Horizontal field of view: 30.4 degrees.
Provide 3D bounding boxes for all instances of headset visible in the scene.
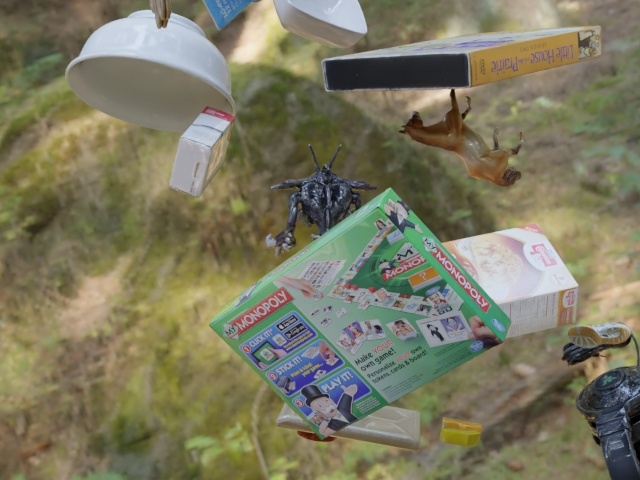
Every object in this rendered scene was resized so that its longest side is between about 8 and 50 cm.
[{"bbox_3d":[0.484,0.301,1.899,0.185,0.243,0.394,-22,41,27],"label":"headset"}]

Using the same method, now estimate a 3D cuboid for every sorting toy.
[{"bbox_3d":[0.093,0.286,1.788,0.307,0.041,0.229,9,3,4],"label":"sorting toy"}]

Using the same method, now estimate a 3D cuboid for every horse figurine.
[{"bbox_3d":[0.282,-0.182,2.164,0.066,0.263,0.174,-31,22,49],"label":"horse figurine"}]

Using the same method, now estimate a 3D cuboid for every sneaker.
[{"bbox_3d":[0.375,0.126,1.578,0.083,0.032,0.037,-1,6,28],"label":"sneaker"}]

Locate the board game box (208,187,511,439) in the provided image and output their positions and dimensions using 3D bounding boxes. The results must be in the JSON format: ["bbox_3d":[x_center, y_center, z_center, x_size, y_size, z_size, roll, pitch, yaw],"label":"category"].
[{"bbox_3d":[0.039,0.098,1.402,0.317,0.213,0.046,-35,13,38],"label":"board game box"}]

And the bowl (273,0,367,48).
[{"bbox_3d":[-0.010,-0.330,1.676,0.142,0.142,0.053,16,-53,-28],"label":"bowl"}]

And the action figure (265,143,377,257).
[{"bbox_3d":[0.000,0.000,1.786,0.164,0.276,0.141,2,-13,-14],"label":"action figure"}]

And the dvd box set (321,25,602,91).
[{"bbox_3d":[0.252,-0.316,2.044,0.307,0.062,0.420,5,16,41],"label":"dvd box set"}]

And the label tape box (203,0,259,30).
[{"bbox_3d":[-0.034,-0.439,1.358,0.115,0.249,0.348,2,39,44],"label":"label tape box"}]

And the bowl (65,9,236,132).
[{"bbox_3d":[-0.279,-0.305,2.034,0.297,0.134,0.298,10,-17,3],"label":"bowl"}]

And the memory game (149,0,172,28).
[{"bbox_3d":[-0.151,-0.287,1.066,0.012,0.186,0.186,-7,-1,-12],"label":"memory game"}]

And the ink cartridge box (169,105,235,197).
[{"bbox_3d":[-0.193,-0.146,1.931,0.056,0.099,0.135,20,30,3],"label":"ink cartridge box"}]

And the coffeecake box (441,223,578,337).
[{"bbox_3d":[0.224,0.060,1.550,0.185,0.068,0.142,-11,38,-9],"label":"coffeecake box"}]
